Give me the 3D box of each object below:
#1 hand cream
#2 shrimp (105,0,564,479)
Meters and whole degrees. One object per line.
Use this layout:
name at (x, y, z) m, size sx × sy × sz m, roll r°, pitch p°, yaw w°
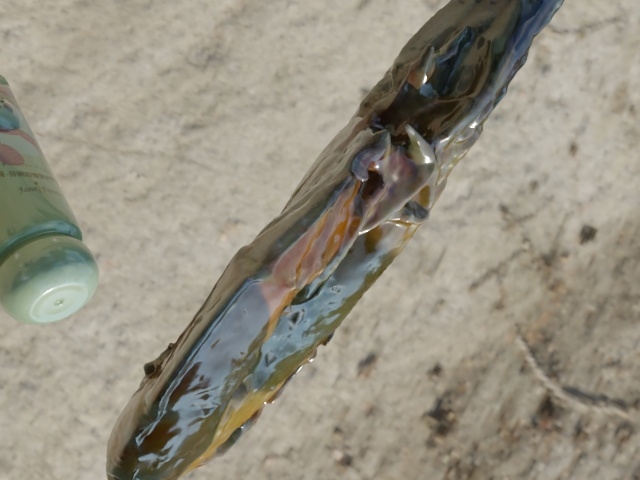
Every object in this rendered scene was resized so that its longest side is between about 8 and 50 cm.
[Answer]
hand cream at (-0.302, -0.058, 1.209) m, size 0.147 × 0.306 × 0.093 m, roll 4°, pitch 135°, yaw -50°
shrimp at (0.000, 0.000, 0.586) m, size 0.317 × 0.062 × 0.164 m, roll -53°, pitch 172°, yaw 13°
